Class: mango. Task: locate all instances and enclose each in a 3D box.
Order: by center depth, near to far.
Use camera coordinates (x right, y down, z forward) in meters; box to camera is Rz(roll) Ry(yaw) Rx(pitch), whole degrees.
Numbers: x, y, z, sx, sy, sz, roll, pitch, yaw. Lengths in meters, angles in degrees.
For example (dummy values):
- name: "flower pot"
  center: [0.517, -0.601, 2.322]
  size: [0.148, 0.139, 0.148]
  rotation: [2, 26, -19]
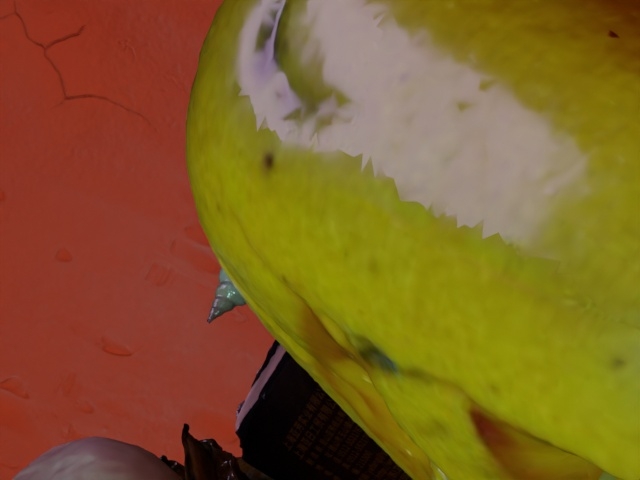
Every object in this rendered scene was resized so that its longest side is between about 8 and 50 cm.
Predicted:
- name: "mango"
  center: [0.086, 0.000, 0.559]
  size: [0.182, 0.253, 0.365]
  rotation: [-41, 29, -12]

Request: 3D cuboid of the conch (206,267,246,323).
- name: "conch"
  center: [-0.022, -0.018, 1.045]
  size: [0.180, 0.065, 0.088]
  rotation: [-57, -1, -22]

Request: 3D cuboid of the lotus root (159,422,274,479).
- name: "lotus root"
  center: [-0.029, 0.219, 1.166]
  size: [0.154, 0.154, 0.278]
  rotation: [-59, -39, -5]

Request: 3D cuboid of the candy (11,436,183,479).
- name: "candy"
  center: [-0.122, 0.303, 0.751]
  size: [0.386, 0.186, 0.427]
  rotation: [114, 159, -60]

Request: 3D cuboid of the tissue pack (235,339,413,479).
- name: "tissue pack"
  center: [0.105, 0.025, 1.008]
  size: [0.198, 0.210, 0.370]
  rotation: [-56, -1, -43]
